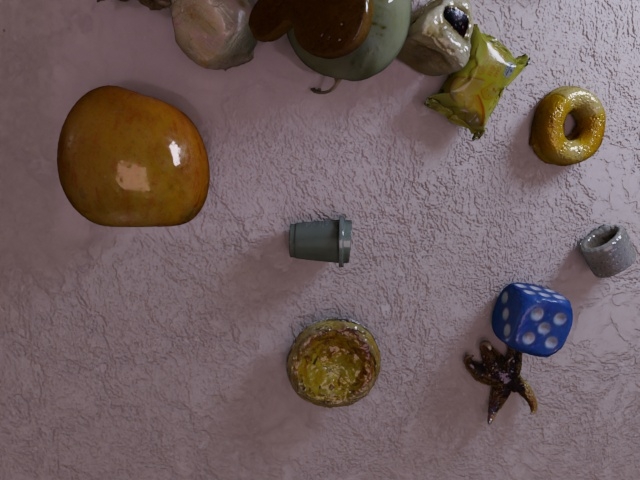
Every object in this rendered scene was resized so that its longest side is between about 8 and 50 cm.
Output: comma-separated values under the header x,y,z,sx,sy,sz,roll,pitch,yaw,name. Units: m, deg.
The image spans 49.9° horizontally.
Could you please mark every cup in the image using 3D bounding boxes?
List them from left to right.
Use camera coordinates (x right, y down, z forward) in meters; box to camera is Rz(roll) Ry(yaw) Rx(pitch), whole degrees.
x,y,z,sx,sy,sz,roll,pitch,yaw,name
0.000,0.000,1.566,0.141,0.120,0.119,3,105,0,cup

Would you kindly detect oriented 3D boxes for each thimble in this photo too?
x,y,z,sx,sy,sz,roll,pitch,yaw,name
0.697,0.024,1.671,0.115,0.102,0.090,-42,108,-26,thimble

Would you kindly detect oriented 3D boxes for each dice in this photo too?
x,y,z,sx,sy,sz,roll,pitch,yaw,name
0.510,0.188,1.664,0.143,0.146,0.146,12,103,-13,dice

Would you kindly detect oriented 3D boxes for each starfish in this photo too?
x,y,z,sx,sy,sz,roll,pitch,yaw,name
0.464,0.356,1.749,0.238,0.071,0.216,37,103,-5,starfish

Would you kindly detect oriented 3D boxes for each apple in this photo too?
x,y,z,sx,sy,sz,roll,pitch,yaw,name
-0.372,-0.162,1.382,0.299,0.299,0.274,4,90,-9,apple

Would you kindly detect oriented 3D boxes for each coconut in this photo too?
x,y,z,sx,sy,sz,roll,pitch,yaw,name
-0.207,-0.434,1.388,0.195,0.194,0.194,-2,105,-7,coconut

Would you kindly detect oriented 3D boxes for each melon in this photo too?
x,y,z,sx,sy,sz,roll,pitch,yaw,name
0.053,-0.464,1.373,0.272,0.272,0.307,-16,103,-3,melon

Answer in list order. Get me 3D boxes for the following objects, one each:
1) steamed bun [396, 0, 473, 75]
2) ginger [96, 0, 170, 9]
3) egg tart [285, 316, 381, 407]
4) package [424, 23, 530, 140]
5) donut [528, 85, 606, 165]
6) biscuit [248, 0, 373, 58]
x,y,z,sx,sy,sz,roll,pitch,yaw,name
0.252,-0.450,1.463,0.141,0.172,0.155,33,81,-25,steamed bun
-0.358,-0.541,1.334,0.219,0.123,0.270,-40,83,-9,ginger
0.031,0.289,1.654,0.234,0.094,0.234,-1,104,-5,egg tart
0.348,-0.349,1.527,0.168,0.090,0.226,28,97,-16,package
0.579,-0.261,1.591,0.174,0.074,0.190,17,101,-11,donut
-0.034,-0.487,1.244,0.283,0.432,0.064,-46,152,25,biscuit
